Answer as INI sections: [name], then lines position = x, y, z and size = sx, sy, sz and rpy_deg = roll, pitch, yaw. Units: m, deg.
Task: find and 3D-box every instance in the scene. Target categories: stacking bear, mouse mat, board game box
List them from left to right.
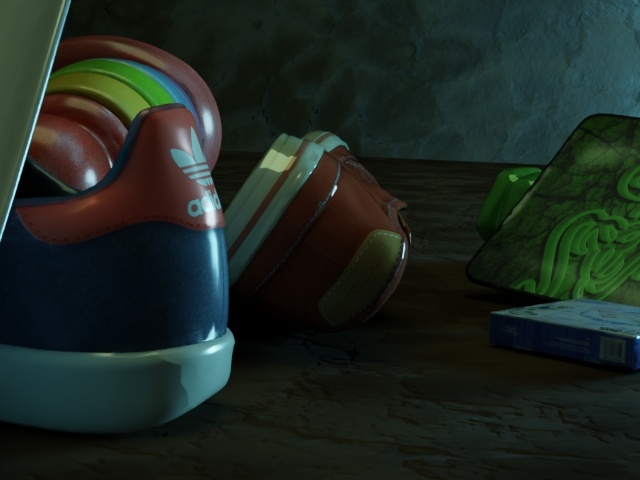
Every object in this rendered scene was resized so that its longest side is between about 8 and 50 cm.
[stacking bear]
position = -0.194, -0.065, 1.037
size = 0.164, 0.175, 0.289
rpy_deg = -4, 15, 13
[board game box]
position = 0.155, 0.050, 0.702
size = 0.090, 0.020, 0.090
rpy_deg = 8, 10, 44
[mouse mat]
position = 0.204, -0.022, 0.866
size = 0.153, 0.007, 0.189
rpy_deg = 13, 51, 39

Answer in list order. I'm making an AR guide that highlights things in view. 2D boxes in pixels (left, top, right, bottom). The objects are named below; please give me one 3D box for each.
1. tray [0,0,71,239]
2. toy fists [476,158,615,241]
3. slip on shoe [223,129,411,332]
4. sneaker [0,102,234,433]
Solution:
[tray]
position = -0.171, -0.028, 0.462
size = 0.145, 0.270, 0.030
rpy_deg = 4, -30, 8
[toy fists]
position = 0.252, -0.012, 0.940
size = 0.279, 0.096, 0.142
rpy_deg = 9, 12, 34
[slip on shoe]
position = 0.000, 0.000, 0.784
size = 0.101, 0.123, 0.331
rpy_deg = 34, 2, -1
[sneaker]
position = -0.207, -0.011, 0.554
size = 0.350, 0.148, 0.131
rpy_deg = 3, 7, 6
